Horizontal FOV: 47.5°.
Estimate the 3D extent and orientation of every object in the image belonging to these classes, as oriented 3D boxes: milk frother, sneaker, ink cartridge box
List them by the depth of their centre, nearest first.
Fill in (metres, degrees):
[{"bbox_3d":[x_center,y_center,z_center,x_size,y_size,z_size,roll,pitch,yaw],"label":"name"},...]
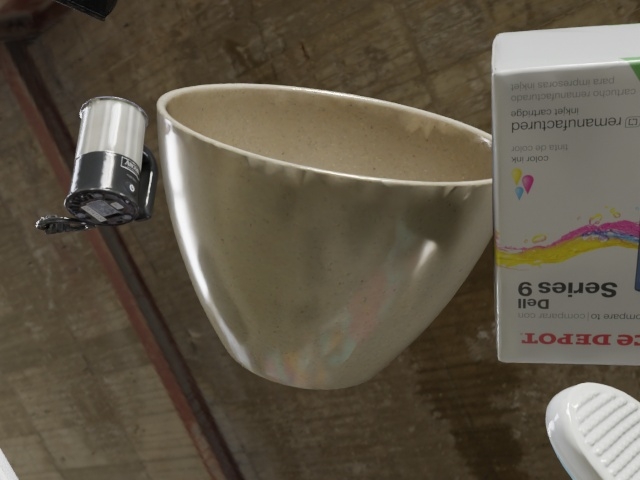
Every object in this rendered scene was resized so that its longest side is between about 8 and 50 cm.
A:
[{"bbox_3d":[0.193,-0.026,0.480,0.154,0.093,0.212,0,-61,14],"label":"ink cartridge box"},{"bbox_3d":[0.331,0.296,0.766,0.366,0.135,0.150,44,-47,-14],"label":"sneaker"},{"bbox_3d":[-0.281,-0.081,0.893,0.143,0.134,0.129,-4,-29,5],"label":"milk frother"}]

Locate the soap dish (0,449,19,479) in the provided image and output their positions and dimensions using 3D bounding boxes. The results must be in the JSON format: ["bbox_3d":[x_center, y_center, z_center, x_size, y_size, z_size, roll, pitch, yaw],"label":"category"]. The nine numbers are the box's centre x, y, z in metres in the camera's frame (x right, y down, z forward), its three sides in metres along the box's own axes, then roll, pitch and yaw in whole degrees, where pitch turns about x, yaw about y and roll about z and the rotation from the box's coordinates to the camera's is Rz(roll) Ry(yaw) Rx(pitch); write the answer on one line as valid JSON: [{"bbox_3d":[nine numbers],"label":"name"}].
[{"bbox_3d":[-0.439,0.321,0.898,0.290,0.118,0.229,61,-25,0],"label":"soap dish"}]

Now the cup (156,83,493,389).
[{"bbox_3d":[0.000,0.000,0.705,0.331,0.331,0.236,20,-67,24],"label":"cup"}]

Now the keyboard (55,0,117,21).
[{"bbox_3d":[-0.083,-0.138,0.249,0.023,0.180,0.108,24,-81,-8],"label":"keyboard"}]
